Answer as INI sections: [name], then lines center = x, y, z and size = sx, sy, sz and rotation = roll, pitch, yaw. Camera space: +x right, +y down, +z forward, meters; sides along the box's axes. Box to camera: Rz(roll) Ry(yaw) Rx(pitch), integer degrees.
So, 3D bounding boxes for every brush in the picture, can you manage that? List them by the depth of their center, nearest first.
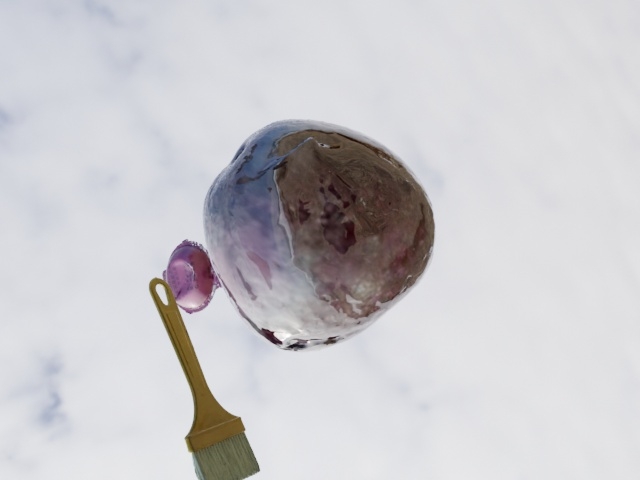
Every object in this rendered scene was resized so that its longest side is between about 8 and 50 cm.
[brush]
center = -0.115, 0.127, 0.765
size = 0.083, 0.011, 0.205
rotation = -4, -111, -60

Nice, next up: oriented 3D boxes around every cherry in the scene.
[cherry]
center = -0.008, -0.007, 0.697
size = 0.195, 0.195, 0.195
rotation = 28, -130, -39

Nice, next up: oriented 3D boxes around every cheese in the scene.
[cheese]
center = -0.150, 0.041, 1.050
size = 0.038, 0.145, 0.095
rotation = -6, -97, -52
